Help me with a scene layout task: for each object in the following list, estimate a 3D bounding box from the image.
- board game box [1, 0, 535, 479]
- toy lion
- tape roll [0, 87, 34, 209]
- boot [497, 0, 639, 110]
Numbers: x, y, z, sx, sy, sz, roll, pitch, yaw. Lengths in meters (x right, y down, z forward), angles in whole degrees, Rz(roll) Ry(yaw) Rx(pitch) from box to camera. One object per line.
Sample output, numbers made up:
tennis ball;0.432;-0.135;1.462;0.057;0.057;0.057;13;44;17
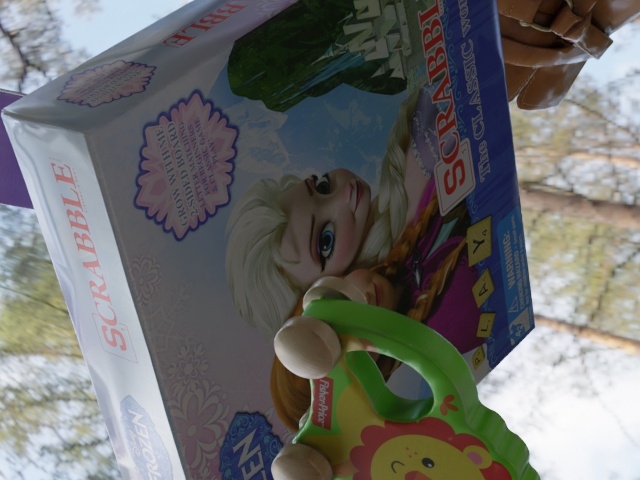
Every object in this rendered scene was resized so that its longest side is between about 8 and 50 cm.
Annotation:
board game box;0.000;0.000;0.805;0.318;0.066;0.318;-39;-50;-36
toy lion;0.032;0.070;0.503;0.034;0.096;0.100;-53;-28;-47
tape roll;-0.275;-0.086;1.226;0.275;0.275;0.090;11;-87;-24
boot;0.118;-0.200;0.920;0.283;0.109;0.220;8;-49;-38
